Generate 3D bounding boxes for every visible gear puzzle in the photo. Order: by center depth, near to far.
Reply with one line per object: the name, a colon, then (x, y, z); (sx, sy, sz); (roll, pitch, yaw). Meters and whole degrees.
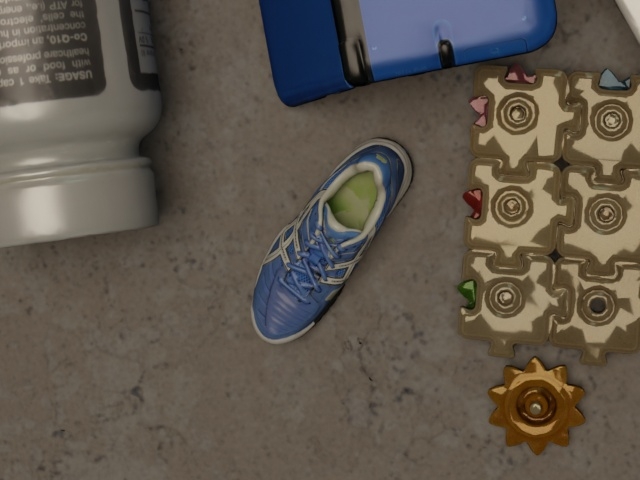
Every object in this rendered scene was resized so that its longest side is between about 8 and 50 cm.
gear puzzle: (0.207, 0.019, 1.375); (0.175, 0.044, 0.339); (4, 98, 10)

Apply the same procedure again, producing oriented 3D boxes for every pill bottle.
pill bottle: (-0.247, -0.179, 1.370); (0.204, 0.204, 0.361); (-7, 92, 12)

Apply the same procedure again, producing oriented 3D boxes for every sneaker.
sneaker: (0.000, 0.000, 1.393); (0.080, 0.081, 0.211); (33, 101, 6)

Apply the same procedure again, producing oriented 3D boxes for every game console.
game console: (0.049, -0.277, 1.329); (0.250, 0.173, 0.293); (-10, 93, 7)

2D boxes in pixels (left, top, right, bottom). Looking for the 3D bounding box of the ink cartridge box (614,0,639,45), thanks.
ink cartridge box: (0.307, -0.283, 1.289); (0.207, 0.119, 0.353); (-28, 87, 14)
